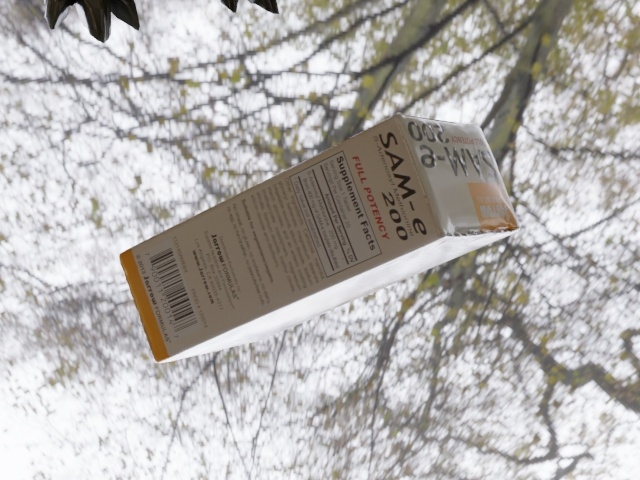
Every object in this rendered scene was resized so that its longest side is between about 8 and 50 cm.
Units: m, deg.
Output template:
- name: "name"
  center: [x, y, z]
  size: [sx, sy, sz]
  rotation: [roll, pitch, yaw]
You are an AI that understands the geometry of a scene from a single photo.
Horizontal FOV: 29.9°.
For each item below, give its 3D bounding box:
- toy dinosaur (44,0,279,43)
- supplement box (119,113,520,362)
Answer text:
- name: "toy dinosaur"
  center: [-0.075, -0.245, 0.688]
  size: [0.164, 0.218, 0.322]
  rotation: [-1, -140, -22]
- name: "supplement box"
  center: [0.000, 0.000, 0.349]
  size: [0.098, 0.062, 0.036]
  rotation: [-24, -99, 26]
